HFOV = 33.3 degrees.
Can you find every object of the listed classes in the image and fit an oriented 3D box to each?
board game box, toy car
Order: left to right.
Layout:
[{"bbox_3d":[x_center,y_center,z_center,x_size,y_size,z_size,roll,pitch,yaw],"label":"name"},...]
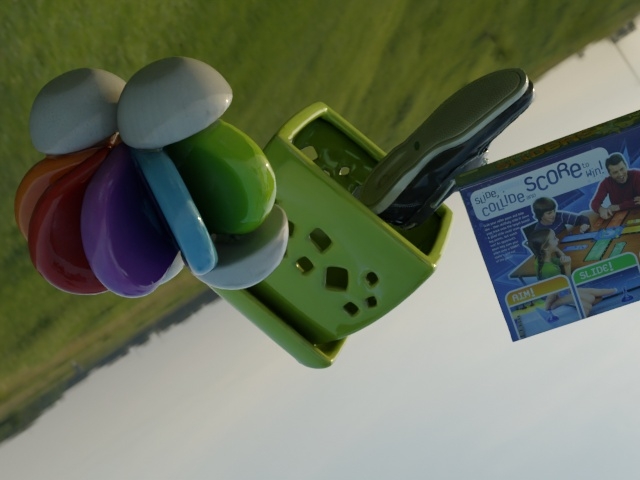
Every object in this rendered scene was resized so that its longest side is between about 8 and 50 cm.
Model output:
[{"bbox_3d":[-0.119,-0.022,0.690,0.182,0.159,0.136,0,-144,31],"label":"toy car"},{"bbox_3d":[0.218,-0.018,0.805,0.201,0.136,0.035,-19,-162,8],"label":"board game box"}]

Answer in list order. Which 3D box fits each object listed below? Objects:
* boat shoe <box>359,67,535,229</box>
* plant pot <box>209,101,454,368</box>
[{"bbox_3d":[0.146,-0.097,1.155,0.233,0.079,0.084,-42,-151,29],"label":"boat shoe"},{"bbox_3d":[0.000,0.000,1.237,0.207,0.227,0.228,-50,-179,22],"label":"plant pot"}]
